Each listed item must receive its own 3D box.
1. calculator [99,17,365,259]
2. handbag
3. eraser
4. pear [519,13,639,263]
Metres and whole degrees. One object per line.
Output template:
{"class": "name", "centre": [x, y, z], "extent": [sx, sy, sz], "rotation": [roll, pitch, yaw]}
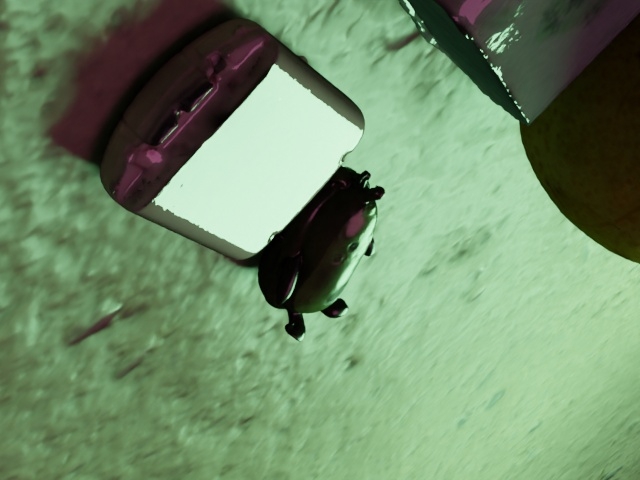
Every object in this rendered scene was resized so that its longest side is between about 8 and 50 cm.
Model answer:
{"class": "calculator", "centre": [-0.036, -0.042, 0.839], "extent": [0.100, 0.032, 0.175], "rotation": [-47, 159, 5]}
{"class": "handbag", "centre": [0.000, 0.000, 0.959], "extent": [0.072, 0.047, 0.111], "rotation": [-29, 155, -38]}
{"class": "eraser", "centre": [0.137, -0.174, 0.858], "extent": [0.227, 0.081, 0.174], "rotation": [-45, 158, 2]}
{"class": "pear", "centre": [0.207, -0.077, 1.002], "extent": [0.209, 0.209, 0.209], "rotation": [-38, 157, -19]}
